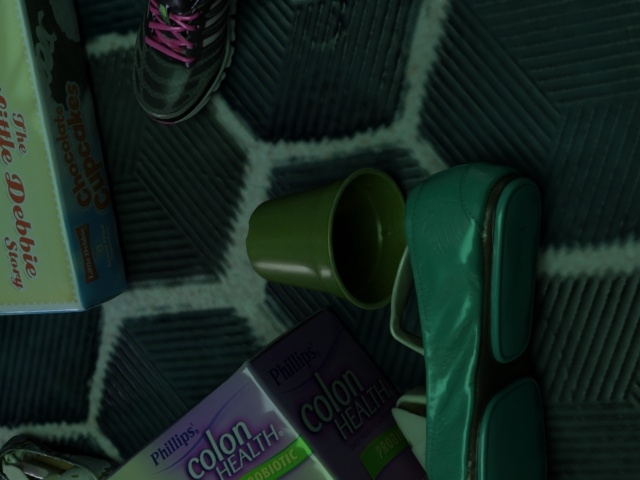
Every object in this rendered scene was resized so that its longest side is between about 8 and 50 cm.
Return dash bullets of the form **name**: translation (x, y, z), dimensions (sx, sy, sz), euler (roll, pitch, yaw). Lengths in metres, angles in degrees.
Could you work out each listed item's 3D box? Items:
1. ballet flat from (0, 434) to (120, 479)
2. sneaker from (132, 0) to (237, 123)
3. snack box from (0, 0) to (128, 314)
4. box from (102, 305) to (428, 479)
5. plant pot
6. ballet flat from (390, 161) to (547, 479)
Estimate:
- **ballet flat**: translation (-0.188, 0.172, 0.932), dimensions (0.114, 0.041, 0.041), euler (13, 109, 21)
- **sneaker**: translation (-0.083, -0.146, 0.773), dimensions (0.063, 0.075, 0.170), euler (31, 115, 15)
- **snack box**: translation (-0.248, -0.109, 0.870), dimensions (0.187, 0.060, 0.322), euler (-3, 103, 26)
- **box**: translation (-0.015, 0.207, 0.816), dimensions (0.213, 0.117, 0.243), euler (-41, 86, 29)
- **plant pot**: translation (0.000, 0.000, 0.780), dimensions (0.079, 0.083, 0.083), euler (-2, 103, 38)
- **ballet flat**: translation (0.084, 0.075, 0.760), dimensions (0.087, 0.083, 0.247), euler (7, 104, 39)
